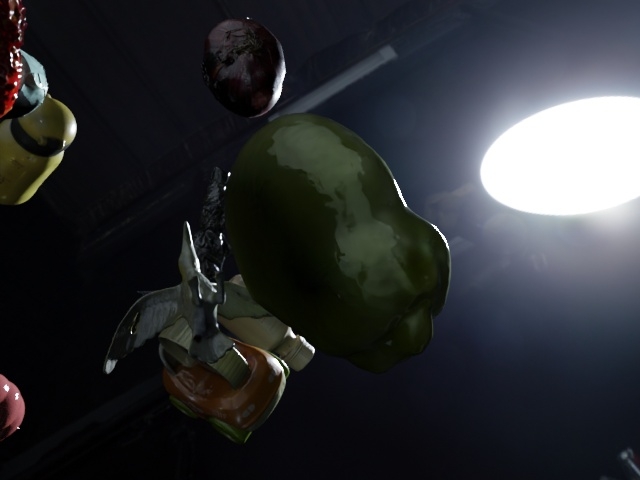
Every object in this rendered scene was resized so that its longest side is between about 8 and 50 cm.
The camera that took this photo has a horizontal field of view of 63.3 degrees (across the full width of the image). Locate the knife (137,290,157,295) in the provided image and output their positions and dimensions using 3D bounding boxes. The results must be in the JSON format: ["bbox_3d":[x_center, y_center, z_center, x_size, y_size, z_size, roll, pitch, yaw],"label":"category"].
[{"bbox_3d":[-0.540,0.172,1.691,0.121,0.018,0.031,-2,-175,6],"label":"knife"}]

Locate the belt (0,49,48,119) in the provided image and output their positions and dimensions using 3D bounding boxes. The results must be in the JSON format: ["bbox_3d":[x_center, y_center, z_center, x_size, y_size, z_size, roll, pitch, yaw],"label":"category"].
[{"bbox_3d":[-0.636,-0.319,1.015,0.198,0.078,0.151,11,-96,8],"label":"belt"}]

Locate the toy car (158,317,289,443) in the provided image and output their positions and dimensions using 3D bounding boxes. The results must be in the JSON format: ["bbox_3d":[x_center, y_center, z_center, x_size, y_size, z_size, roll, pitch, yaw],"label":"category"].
[{"bbox_3d":[-0.185,0.202,0.863,0.235,0.235,0.145,2,-134,44],"label":"toy car"}]

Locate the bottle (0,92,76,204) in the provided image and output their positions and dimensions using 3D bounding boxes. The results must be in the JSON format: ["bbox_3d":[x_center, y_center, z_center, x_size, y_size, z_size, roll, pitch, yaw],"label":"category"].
[{"bbox_3d":[-0.772,-0.244,1.371,0.351,0.171,0.172,-30,-151,32],"label":"bottle"}]

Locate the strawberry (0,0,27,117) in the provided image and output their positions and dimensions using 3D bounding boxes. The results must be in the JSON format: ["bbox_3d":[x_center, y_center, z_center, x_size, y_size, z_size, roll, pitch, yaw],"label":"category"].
[{"bbox_3d":[-0.555,-0.342,0.771,0.260,0.257,0.261,-10,-117,21],"label":"strawberry"}]

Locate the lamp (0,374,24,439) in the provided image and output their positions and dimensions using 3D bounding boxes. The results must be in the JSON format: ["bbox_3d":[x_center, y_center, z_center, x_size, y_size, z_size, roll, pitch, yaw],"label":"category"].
[{"bbox_3d":[-0.670,0.326,0.998,0.181,0.182,0.140,-13,-143,30],"label":"lamp"}]

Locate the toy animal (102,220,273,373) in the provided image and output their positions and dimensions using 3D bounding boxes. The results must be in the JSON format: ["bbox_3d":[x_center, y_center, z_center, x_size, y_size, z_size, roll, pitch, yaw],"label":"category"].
[{"bbox_3d":[-0.127,0.052,0.571,0.219,0.156,0.095,-5,179,-27],"label":"toy animal"}]

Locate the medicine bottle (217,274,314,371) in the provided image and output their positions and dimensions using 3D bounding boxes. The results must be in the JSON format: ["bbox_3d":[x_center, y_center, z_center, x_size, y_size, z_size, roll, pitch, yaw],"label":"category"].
[{"bbox_3d":[-0.126,0.194,1.170,0.114,0.252,0.114,-47,-171,10],"label":"medicine bottle"}]

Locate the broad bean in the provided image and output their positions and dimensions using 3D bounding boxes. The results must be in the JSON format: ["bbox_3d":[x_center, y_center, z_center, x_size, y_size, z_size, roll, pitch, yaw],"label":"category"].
[{"bbox_3d":[0.001,0.000,0.502,0.119,0.238,0.291,-21,-148,-31],"label":"broad bean"}]

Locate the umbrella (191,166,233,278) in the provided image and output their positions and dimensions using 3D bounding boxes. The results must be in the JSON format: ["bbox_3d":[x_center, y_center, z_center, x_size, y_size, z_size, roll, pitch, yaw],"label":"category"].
[{"bbox_3d":[-0.312,-0.046,1.575,0.128,0.154,0.337,7,-110,14],"label":"umbrella"}]

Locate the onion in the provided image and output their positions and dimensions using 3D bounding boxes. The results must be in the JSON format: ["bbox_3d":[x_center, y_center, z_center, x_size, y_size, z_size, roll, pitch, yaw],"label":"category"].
[{"bbox_3d":[-0.196,-0.443,1.367,0.221,0.281,0.281,-10,-153,-17],"label":"onion"}]
